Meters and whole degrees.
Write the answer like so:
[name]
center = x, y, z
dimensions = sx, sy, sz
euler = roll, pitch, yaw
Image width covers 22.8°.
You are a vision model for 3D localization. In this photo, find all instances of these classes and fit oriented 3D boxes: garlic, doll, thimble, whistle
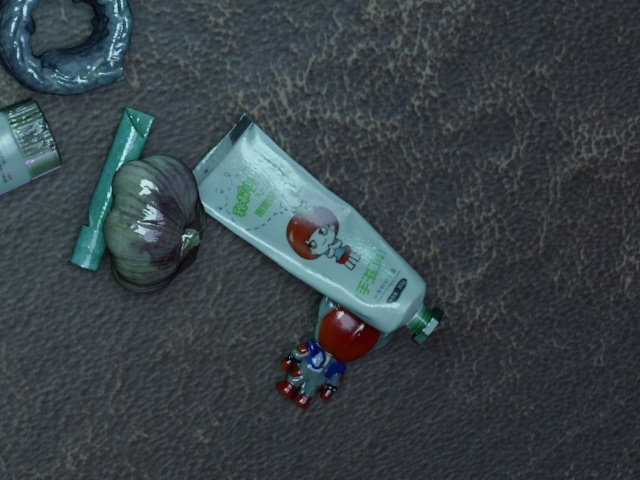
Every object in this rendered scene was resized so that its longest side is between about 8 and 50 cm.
[garlic]
center = -0.179, -0.016, 1.752
dimensions = 0.102, 0.147, 0.159
euler = 15, 114, 15
[doll]
center = 0.025, 0.117, 1.913
dimensions = 0.104, 0.062, 0.195
euler = 38, 92, -8
[thimble]
center = -0.275, -0.226, 1.691
dimensions = 0.150, 0.098, 0.150
euler = -4, 101, -22
[whistle]
center = -0.234, -0.057, 1.775
dimensions = 0.039, 0.039, 0.186
euler = 19, 93, -25

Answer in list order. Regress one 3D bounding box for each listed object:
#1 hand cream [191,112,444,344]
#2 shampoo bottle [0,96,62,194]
[hand cream]
center = 0.000, 0.000, 1.845
dimensions = 0.336, 0.076, 0.121
euler = 39, 75, -6
[shampoo bottle]
center = -0.394, -0.072, 1.692
dimensions = 0.227, 0.056, 0.086
euler = -27, 111, -17
